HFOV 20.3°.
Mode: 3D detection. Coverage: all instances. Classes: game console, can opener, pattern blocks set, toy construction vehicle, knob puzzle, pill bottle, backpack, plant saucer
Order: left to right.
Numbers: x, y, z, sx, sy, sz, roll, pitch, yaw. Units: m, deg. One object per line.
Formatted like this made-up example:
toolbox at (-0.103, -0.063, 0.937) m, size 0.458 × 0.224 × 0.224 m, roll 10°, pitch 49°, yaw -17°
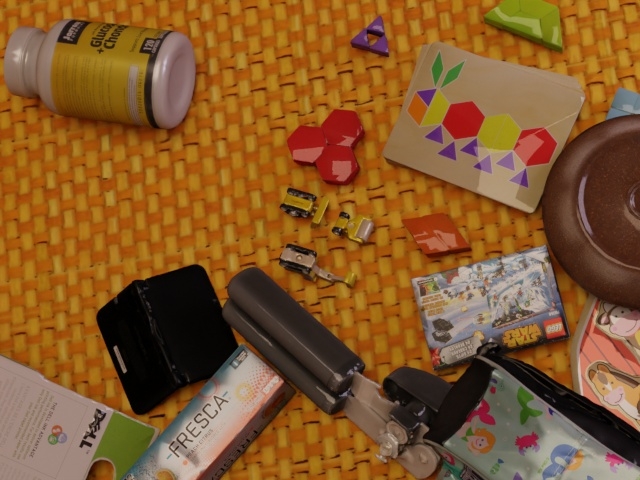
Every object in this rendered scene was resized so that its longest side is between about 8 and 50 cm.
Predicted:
pill bottle at (-0.231, -0.176, 1.864) m, size 0.184 × 0.103 × 0.103 m, roll 8°, pitch 76°, yaw 15°
game console at (-0.154, 0.101, 1.814) m, size 0.107 × 0.071 × 0.122 m, roll -38°, pitch 65°, yaw 32°
toy construction vehicle at (0.000, 0.000, 1.801) m, size 0.098 × 0.035 × 0.086 m, roll 15°, pitch 67°, yaw 14°
can opener at (0.023, 0.126, 1.745) m, size 0.280 × 0.074 × 0.093 m, roll 37°, pitch 50°, yaw 18°
pattern blocks set at (0.159, -0.116, 1.797) m, size 0.325 × 0.026 × 0.285 m, roll 31°, pitch 83°, yaw 19°
backpack at (0.221, 0.230, 1.576) m, size 0.253 × 0.225 × 0.191 m, roll 27°, pitch 85°, yaw 22°
plant saucer at (0.311, -0.033, 1.705) m, size 0.199 × 0.036 × 0.198 m, roll -1°, pitch 73°, yaw 4°
knob puzzle at (0.321, 0.109, 1.693) m, size 0.213 × 0.030 × 0.213 m, roll -4°, pitch 73°, yaw 12°

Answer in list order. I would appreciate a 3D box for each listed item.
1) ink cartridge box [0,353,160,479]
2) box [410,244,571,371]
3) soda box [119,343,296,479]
ink cartridge box at (-0.319, 0.219, 1.783) m, size 0.255 × 0.097 × 0.189 m, roll 27°, pitch 79°, yaw -16°
box at (0.164, 0.065, 1.731) m, size 0.137 × 0.027 × 0.094 m, roll -14°, pitch 87°, yaw 9°
soda box at (-0.110, 0.192, 1.752) m, size 0.063 × 0.058 × 0.183 m, roll 41°, pitch 85°, yaw 20°
